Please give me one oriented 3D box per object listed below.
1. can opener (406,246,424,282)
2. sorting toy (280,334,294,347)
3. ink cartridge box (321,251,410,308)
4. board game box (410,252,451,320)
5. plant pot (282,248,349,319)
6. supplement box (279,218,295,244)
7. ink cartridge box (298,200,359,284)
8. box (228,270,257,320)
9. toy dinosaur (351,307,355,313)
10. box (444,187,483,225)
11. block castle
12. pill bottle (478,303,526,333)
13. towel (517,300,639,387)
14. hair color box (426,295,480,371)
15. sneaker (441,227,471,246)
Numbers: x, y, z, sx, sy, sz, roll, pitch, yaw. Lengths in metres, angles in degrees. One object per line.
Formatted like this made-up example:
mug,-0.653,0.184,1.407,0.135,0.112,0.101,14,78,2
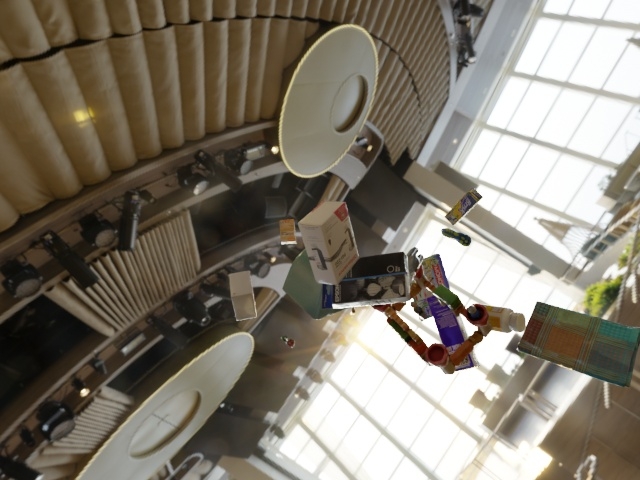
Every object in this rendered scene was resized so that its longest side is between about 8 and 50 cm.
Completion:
can opener,0.378,0.084,1.616,0.095,0.076,0.283,-37,-1,29
sorting toy,-0.192,0.603,2.452,0.042,0.102,0.061,-43,-24,-25
ink cartridge box,0.142,0.144,1.420,0.065,0.332,0.166,39,-134,-55
board game box,0.593,0.252,2.208,0.213,0.318,0.046,-20,8,-9
plant pot,0.017,0.146,1.761,0.247,0.247,0.253,-11,-54,-41
supplement box,-0.136,-0.036,1.690,0.036,0.062,0.099,91,174,-72
ink cartridge box,0.031,0.007,1.278,0.158,0.092,0.218,-45,-50,-43
box,-0.332,0.237,1.738,0.090,0.130,0.171,-9,-45,-10
toy dinosaur,0.158,0.344,2.462,0.064,0.212,0.112,-35,8,-9
box,0.599,-0.140,1.703,0.054,0.059,0.169,-29,-18,-41
block castle,0.435,0.296,1.668,0.303,0.453,0.213,-44,-52,-3
pill bottle,0.813,0.358,1.849,0.117,0.208,0.118,0,-91,-38
towel,0.996,0.385,1.567,0.271,0.369,0.040,-48,-43,-31
hair color box,0.603,0.416,1.843,0.110,0.339,0.185,-25,-26,20
sneaker,0.754,-0.026,2.250,0.078,0.188,0.067,-85,19,-75
